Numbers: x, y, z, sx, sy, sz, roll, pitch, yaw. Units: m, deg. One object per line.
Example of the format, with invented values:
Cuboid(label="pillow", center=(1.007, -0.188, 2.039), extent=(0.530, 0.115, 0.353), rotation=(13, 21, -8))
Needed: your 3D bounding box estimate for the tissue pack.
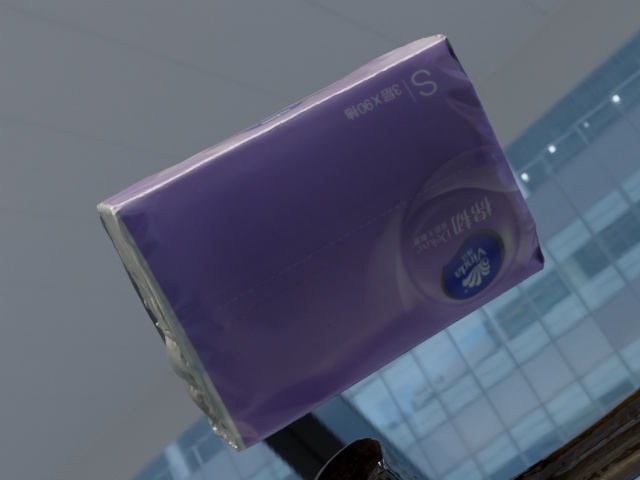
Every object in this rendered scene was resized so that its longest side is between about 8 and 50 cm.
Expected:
Cuboid(label="tissue pack", center=(0.000, 0.000, 0.961), extent=(0.338, 0.242, 0.160), rotation=(-30, 9, -14))

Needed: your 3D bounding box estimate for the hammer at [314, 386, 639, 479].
Cuboid(label="hammer", center=(0.207, 0.176, 0.834), extent=(0.408, 0.095, 0.242), rotation=(-40, -72, 15))
